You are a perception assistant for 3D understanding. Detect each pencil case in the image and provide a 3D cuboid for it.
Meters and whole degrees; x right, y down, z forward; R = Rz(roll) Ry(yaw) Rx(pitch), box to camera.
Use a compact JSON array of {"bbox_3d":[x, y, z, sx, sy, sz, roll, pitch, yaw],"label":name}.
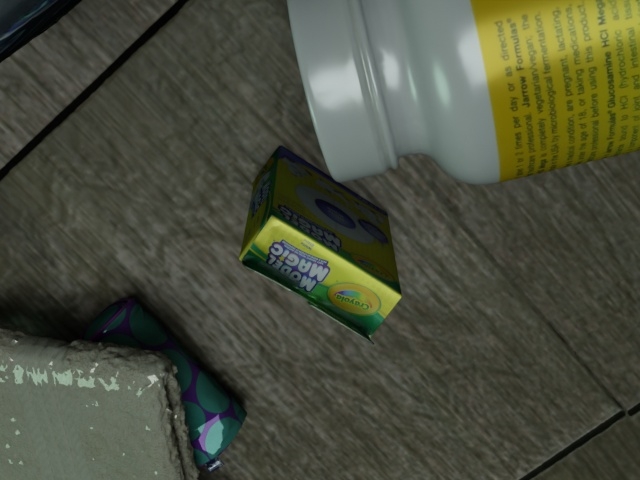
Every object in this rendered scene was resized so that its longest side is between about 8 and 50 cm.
[{"bbox_3d":[-0.129,0.117,0.813,0.070,0.064,0.152,-40,107,1],"label":"pencil case"}]

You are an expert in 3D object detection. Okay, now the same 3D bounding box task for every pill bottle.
[{"bbox_3d":[0.155,-0.141,0.631,0.333,0.188,0.188,-13,112,6],"label":"pill bottle"}]

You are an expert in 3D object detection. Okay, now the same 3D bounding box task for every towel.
[{"bbox_3d":[-0.183,0.186,0.813,0.187,0.049,0.282,7,125,16],"label":"towel"}]

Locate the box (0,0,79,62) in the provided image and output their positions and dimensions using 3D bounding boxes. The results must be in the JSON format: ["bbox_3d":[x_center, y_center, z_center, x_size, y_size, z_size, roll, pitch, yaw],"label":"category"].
[{"bbox_3d":[-0.114,-0.282,0.518,0.395,0.293,0.212,-36,108,15],"label":"box"}]

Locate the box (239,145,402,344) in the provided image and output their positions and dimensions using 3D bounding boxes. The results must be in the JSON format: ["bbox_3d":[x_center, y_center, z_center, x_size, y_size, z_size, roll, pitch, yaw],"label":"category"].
[{"bbox_3d":[0.000,0.000,0.698,0.105,0.179,0.043,32,110,-13],"label":"box"}]
